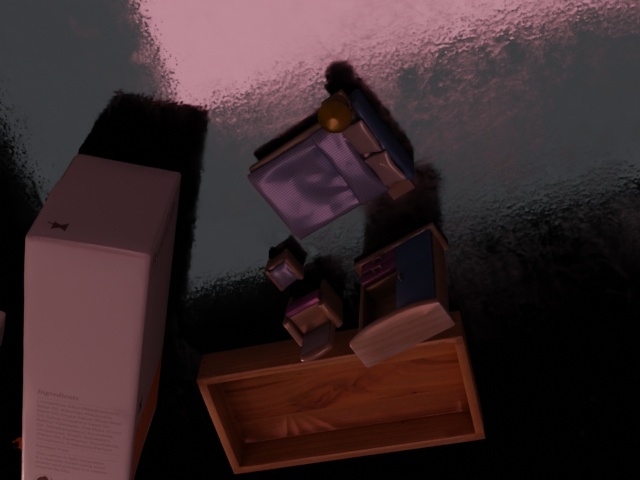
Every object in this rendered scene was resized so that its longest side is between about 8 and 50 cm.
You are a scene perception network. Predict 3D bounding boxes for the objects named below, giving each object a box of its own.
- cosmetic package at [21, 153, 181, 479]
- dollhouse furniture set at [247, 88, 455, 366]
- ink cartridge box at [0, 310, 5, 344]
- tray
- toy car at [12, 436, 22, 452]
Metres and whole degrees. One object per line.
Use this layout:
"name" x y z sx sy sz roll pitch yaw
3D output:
"cosmetic package" -0.315 0.134 1.396 0.161 0.230 0.453 10 122 -2
"dollhouse furniture set" 0.000 0.000 1.306 0.286 0.198 0.303 -29 114 20
"ink cartridge box" -0.593 0.192 1.436 0.172 0.237 0.100 20 137 -8
"tray" 0.035 0.241 1.524 0.410 0.076 0.203 -10 120 11
"toy car" -0.472 0.372 1.676 0.040 0.060 0.122 -52 133 -16
